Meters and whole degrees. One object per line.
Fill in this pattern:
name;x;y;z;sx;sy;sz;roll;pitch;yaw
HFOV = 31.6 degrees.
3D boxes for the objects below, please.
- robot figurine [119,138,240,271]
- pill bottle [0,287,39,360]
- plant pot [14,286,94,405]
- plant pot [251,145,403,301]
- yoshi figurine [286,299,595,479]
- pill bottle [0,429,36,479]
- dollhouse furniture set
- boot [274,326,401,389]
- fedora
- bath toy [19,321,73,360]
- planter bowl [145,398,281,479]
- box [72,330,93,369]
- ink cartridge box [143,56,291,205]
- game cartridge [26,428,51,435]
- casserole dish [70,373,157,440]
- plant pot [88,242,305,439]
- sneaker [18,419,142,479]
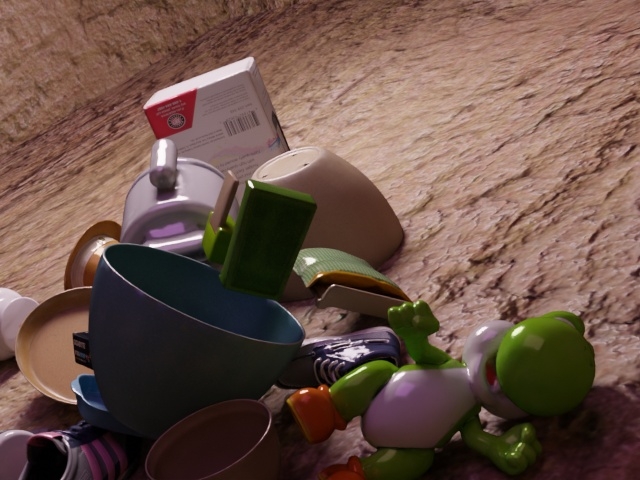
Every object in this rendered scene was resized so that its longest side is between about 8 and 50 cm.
robot figurine;-0.230;-0.016;1.878;0.200;0.300;0.353;-9;25;-3
pill bottle;-0.629;0.157;2.117;0.246;0.136;0.136;-3;28;40
plant pot;-0.370;0.174;1.821;0.236;0.032;0.236;5;48;-6
plant pot;-0.021;-0.050;1.944;0.284;0.191;0.284;-19;21;8
yoshi figurine;0.157;0.173;1.272;0.362;0.203;0.203;-24;37;-9
pill bottle;-0.493;0.327;1.606;0.208;0.119;0.119;-6;27;35
dollhouse furniture set;0.000;0.000;1.653;0.301;0.151;0.197;14;15;-19
boot;0.018;0.170;1.544;0.190;0.069;0.086;-19;16;6
fedora;-0.397;0.056;2.118;0.079;0.194;0.194;18;38;23
bath toy;-0.387;0.127;1.967;0.348;0.129;0.151;-41;-2;-41
planter bowl;-0.114;0.281;1.359;0.162;0.109;0.162;-19;22;8
box;-0.245;0.160;1.718;0.220;0.051;0.175;-5;5;-28
ink cartridge box;-0.183;-0.179;2.246;0.226;0.306;0.131;-18;21;9
game cartridge;-0.458;0.315;1.744;0.083;0.017;0.056;-15;26;18
casserole dish;-0.264;0.238;1.585;0.188;0.037;0.114;16;14;-24
plant pot;-0.192;0.153;1.513;0.195;0.290;0.290;-65;21;9
sneaker;-0.330;0.288;1.521;0.112;0.131;0.319;-17;22;15
